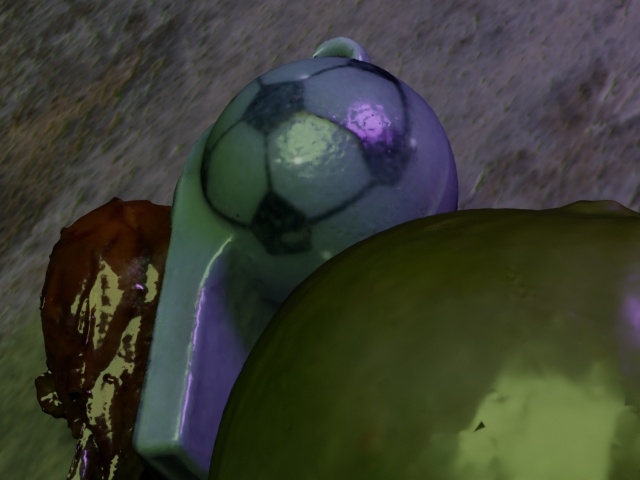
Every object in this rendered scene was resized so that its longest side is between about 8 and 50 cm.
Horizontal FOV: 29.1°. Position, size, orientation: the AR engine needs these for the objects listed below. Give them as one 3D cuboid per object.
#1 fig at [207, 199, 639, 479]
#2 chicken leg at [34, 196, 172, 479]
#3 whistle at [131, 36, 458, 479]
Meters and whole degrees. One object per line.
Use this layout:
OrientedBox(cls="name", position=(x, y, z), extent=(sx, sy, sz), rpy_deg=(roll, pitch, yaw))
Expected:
OrientedBox(cls="fig", position=(0.092, 0.141, 0.464), extent=(0.316, 0.316, 0.316), rpy_deg=(-11, 49, 13))
OrientedBox(cls="chicken leg", position=(-0.120, 0.099, 0.706), extent=(0.113, 0.093, 0.304), rpy_deg=(-1, 55, 7))
OrientedBox(cls="whistle", position=(0.000, 0.000, 0.695), extent=(0.164, 0.163, 0.289), rpy_deg=(-6, 57, 18))
